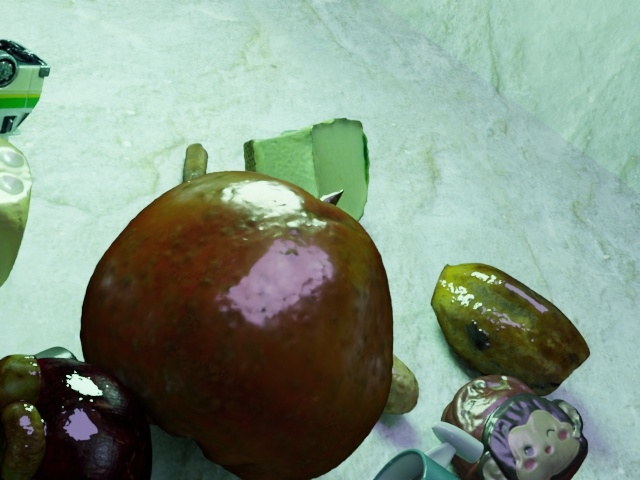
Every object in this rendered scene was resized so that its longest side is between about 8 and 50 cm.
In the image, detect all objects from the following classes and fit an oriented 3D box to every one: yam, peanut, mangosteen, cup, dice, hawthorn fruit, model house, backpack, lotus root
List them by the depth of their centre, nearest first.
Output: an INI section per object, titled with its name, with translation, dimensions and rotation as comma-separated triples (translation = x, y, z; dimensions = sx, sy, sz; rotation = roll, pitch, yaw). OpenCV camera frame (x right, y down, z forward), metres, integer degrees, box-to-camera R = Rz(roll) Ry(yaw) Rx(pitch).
[mangosteen]
translation = -0.299, 0.223, 1.048
dimensions = 0.228, 0.228, 0.265
rotation = 57, 5, 35
[hawthorn fruit]
translation = -0.076, 0.093, 1.272
dimensions = 0.402, 0.403, 0.403
rotation = 23, 32, -15
[cup]
translation = 0.150, 0.384, 1.314
dimensions = 0.173, 0.167, 0.300
rotation = 36, 56, -12
[dice]
translation = -0.486, -0.040, 1.331
dimensions = 0.169, 0.169, 0.166
rotation = 13, 35, -28
[backpack]
translation = 0.290, 0.310, 1.566
dimensions = 0.229, 0.139, 0.229
rotation = 10, 50, -12
[peanut]
translation = 0.069, 0.182, 1.579
dimensions = 0.226, 0.095, 0.108
rotation = 46, 37, 21
[yam]
translation = -0.218, -0.066, 1.727
dimensions = 0.045, 0.045, 0.327
rotation = 2, 37, -5
[lotus root]
translation = 0.319, 0.155, 1.784
dimensions = 0.291, 0.193, 0.193
rotation = 38, 31, 5
[model house]
translation = -0.031, -0.123, 1.869
dimensions = 0.189, 0.195, 0.214
rotation = -2, 10, 30

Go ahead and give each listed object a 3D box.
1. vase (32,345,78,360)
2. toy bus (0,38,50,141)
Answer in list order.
[vase]
translation = -0.384, 0.196, 1.183
dimensions = 0.086, 0.086, 0.214
rotation = 46, 38, 21
[toy bus]
translation = -0.569, -0.230, 1.534
dimensions = 0.133, 0.165, 0.276
rotation = 35, 27, 33
